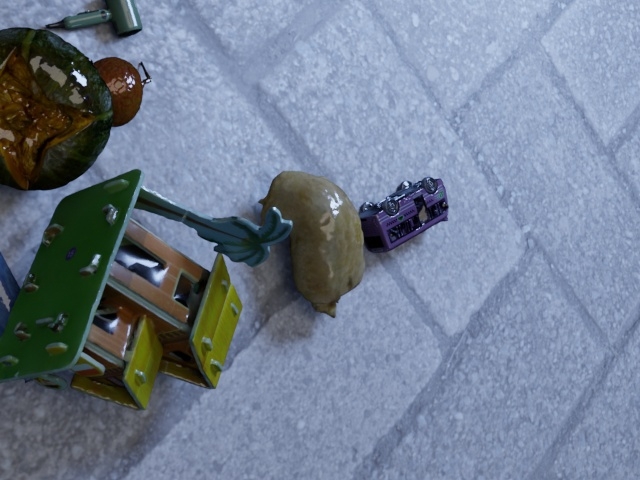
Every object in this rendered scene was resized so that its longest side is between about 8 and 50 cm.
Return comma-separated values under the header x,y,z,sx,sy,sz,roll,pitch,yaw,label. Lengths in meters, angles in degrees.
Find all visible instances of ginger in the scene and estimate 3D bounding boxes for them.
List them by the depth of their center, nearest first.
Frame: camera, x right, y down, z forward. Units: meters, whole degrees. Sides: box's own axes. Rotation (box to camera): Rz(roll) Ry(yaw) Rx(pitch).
x,y,z,sx,sy,sz,roll,pitch,yaw,label
0.000,0.000,1.556,0.138,0.152,0.267,-28,94,-62,ginger

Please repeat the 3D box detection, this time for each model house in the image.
x,y,z,sx,sy,sz,roll,pitch,yaw,label
-0.204,0.103,1.267,0.323,0.340,0.300,39,50,-38,model house

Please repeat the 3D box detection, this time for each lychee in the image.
x,y,z,sx,sy,sz,roll,pitch,yaw,label
-0.314,-0.235,1.402,0.140,0.101,0.115,-15,82,-27,lychee

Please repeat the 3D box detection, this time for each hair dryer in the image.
x,y,z,sx,sy,sz,roll,pitch,yaw,label
-0.359,-0.350,1.429,0.150,0.047,0.071,-19,95,-27,hair dryer

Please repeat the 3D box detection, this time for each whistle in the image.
x,y,z,sx,sy,sz,roll,pitch,yaw,label
-0.466,0.058,1.289,0.062,0.062,0.304,-31,100,-32,whistle

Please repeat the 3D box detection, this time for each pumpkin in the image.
x,y,z,sx,sy,sz,roll,pitch,yaw,label
-0.413,-0.186,1.283,0.237,0.159,0.238,-5,109,-14,pumpkin

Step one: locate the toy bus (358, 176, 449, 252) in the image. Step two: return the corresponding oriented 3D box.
x,y,z,sx,sy,sz,roll,pitch,yaw,label
0.155,-0.049,1.691,0.178,0.086,0.098,-29,101,-29,toy bus
